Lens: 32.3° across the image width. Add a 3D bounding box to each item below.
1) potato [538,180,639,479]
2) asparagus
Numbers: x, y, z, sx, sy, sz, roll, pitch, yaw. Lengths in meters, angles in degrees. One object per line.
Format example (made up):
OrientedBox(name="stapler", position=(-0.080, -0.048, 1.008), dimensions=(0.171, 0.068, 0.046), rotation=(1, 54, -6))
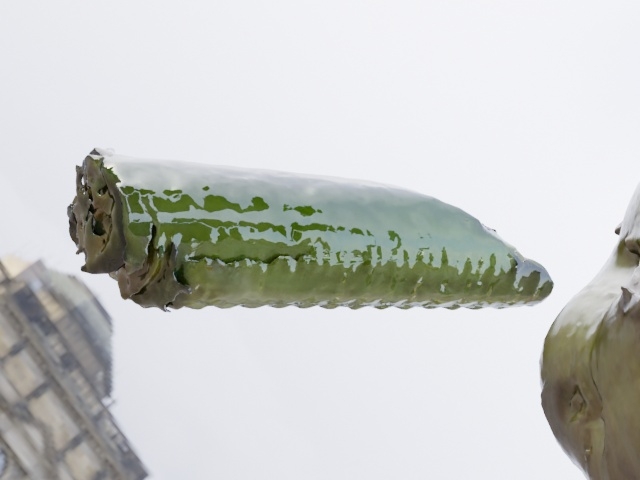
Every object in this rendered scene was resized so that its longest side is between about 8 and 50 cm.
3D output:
OrientedBox(name="potato", position=(0.247, 0.038, 0.390), dimensions=(0.351, 0.218, 0.202), rotation=(-5, -19, 37))
OrientedBox(name="asparagus", position=(0.000, 0.000, 0.865), dimensions=(0.128, 0.382, 0.108), rotation=(-135, -127, -59))
